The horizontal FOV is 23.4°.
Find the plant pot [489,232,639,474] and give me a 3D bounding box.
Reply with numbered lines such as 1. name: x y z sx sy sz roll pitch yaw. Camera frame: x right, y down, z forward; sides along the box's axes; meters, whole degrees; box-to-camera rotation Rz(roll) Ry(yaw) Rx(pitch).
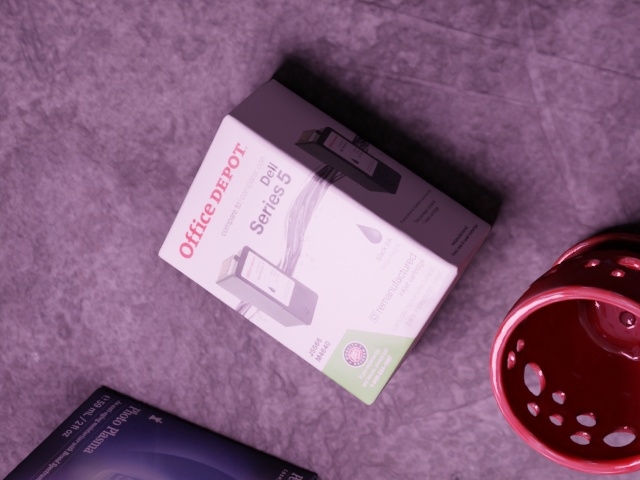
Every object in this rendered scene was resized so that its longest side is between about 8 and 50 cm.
1. plant pot: 0.271 0.093 1.433 0.191 0.174 0.191 11 119 21

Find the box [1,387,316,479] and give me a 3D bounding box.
1. box: -0.200 0.346 1.717 0.294 0.296 0.183 20 121 14

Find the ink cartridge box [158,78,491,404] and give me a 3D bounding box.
1. ink cartridge box: 0.000 0.000 1.554 0.273 0.115 0.198 34 124 7
